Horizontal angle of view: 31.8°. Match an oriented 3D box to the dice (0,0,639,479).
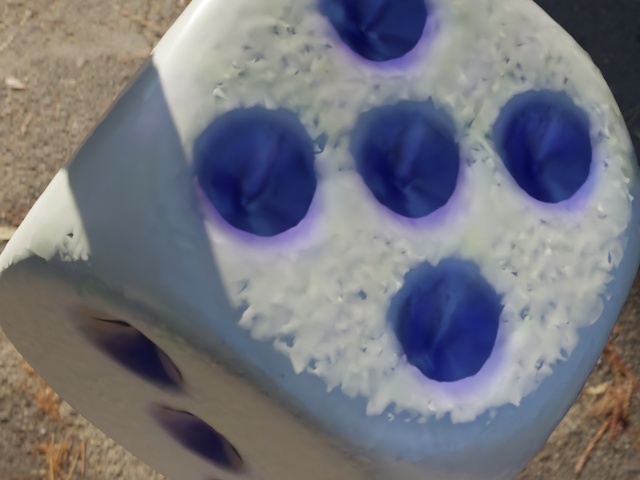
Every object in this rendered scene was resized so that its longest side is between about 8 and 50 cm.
[{"bbox_3d":[0.000,0.000,0.719,0.304,0.277,0.304,37,61,-9],"label":"dice"}]
